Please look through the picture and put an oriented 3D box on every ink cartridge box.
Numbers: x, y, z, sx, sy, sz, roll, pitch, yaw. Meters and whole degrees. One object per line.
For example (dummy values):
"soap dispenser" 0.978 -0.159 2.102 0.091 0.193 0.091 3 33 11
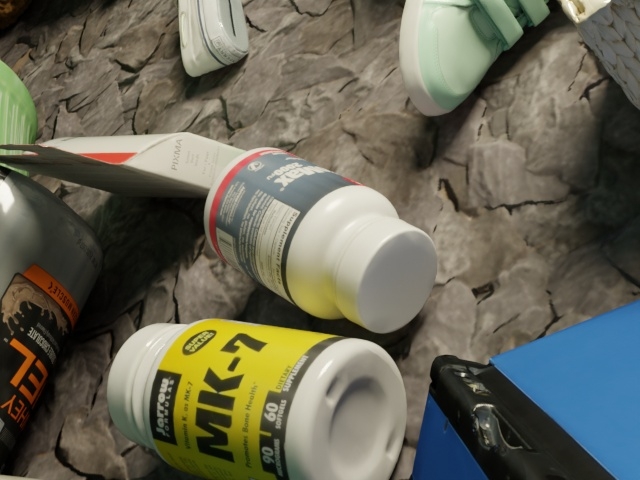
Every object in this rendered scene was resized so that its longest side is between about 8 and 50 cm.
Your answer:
"ink cartridge box" -0.209 -0.083 0.837 0.181 0.225 0.056 4 82 39

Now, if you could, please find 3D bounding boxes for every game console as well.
"game console" 0.152 0.144 0.436 0.293 0.173 0.250 -118 38 -84

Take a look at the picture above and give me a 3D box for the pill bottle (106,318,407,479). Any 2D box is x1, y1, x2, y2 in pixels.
"pill bottle" -0.053 0.120 0.659 0.208 0.119 0.119 3 65 39

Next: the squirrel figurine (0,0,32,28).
"squirrel figurine" -0.621 -0.406 1.262 0.397 0.370 0.281 -24 50 24

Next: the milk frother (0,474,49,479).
"milk frother" -0.228 0.261 0.690 0.129 0.135 0.143 -53 37 30

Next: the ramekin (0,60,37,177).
"ramekin" -0.468 -0.079 0.993 0.303 0.303 0.148 -27 56 22

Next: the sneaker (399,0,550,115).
"sneaker" 0.168 -0.208 0.710 0.151 0.094 0.256 14 70 49

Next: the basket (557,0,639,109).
"basket" 0.224 -0.160 0.593 0.103 0.167 0.113 -34 47 22

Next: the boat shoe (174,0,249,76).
"boat shoe" -0.133 -0.282 1.005 0.076 0.083 0.226 -23 52 24

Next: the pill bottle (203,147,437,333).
"pill bottle" 0.000 0.000 0.703 0.180 0.108 0.108 27 81 44

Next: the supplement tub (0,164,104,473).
"supplement tub" -0.353 0.109 0.811 0.207 0.207 0.338 -4 53 36
